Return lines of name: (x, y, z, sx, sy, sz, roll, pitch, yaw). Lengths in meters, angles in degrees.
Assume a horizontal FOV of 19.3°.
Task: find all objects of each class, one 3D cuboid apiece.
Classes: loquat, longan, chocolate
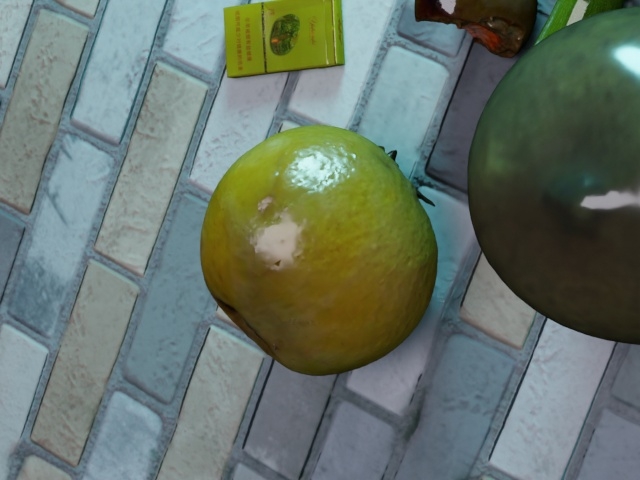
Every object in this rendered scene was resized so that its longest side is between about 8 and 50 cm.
loquat: (0.000, 0.000, 2.065, 0.275, 0.275, 0.274, 0, 90, 31)
longan: (0.319, -0.057, 1.820, 0.361, 0.361, 0.360, 0, 90, 31)
chocolate: (0.164, -0.256, 2.026, 0.124, 0.133, 0.127, -17, 84, 27)

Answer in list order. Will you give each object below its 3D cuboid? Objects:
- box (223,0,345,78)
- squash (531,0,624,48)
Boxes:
box: (-0.044, -0.241, 2.215, 0.155, 0.023, 0.086, -3, 86, 31)
squash: (0.254, -0.198, 2.005, 0.080, 0.071, 0.318, 33, 107, 28)
